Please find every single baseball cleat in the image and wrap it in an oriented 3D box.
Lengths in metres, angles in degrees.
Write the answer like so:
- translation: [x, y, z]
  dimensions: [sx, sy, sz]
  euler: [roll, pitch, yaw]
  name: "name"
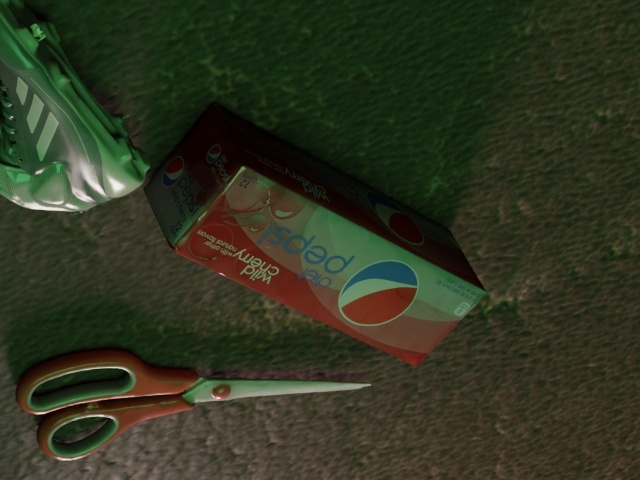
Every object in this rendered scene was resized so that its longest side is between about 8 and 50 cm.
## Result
- translation: [-0.202, -0.086, 1.237]
  dimensions: [0.109, 0.072, 0.206]
  euler: [-28, 129, 10]
  name: "baseball cleat"

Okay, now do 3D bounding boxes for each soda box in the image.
- translation: [0.000, 0.000, 1.382]
  dimensions: [0.263, 0.083, 0.092]
  euler: [26, 115, -37]
  name: "soda box"

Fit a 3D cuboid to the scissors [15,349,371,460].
- translation: [-0.098, 0.116, 1.479]
  dimensions: [0.297, 0.021, 0.109]
  euler: [-11, 129, -12]
  name: "scissors"
